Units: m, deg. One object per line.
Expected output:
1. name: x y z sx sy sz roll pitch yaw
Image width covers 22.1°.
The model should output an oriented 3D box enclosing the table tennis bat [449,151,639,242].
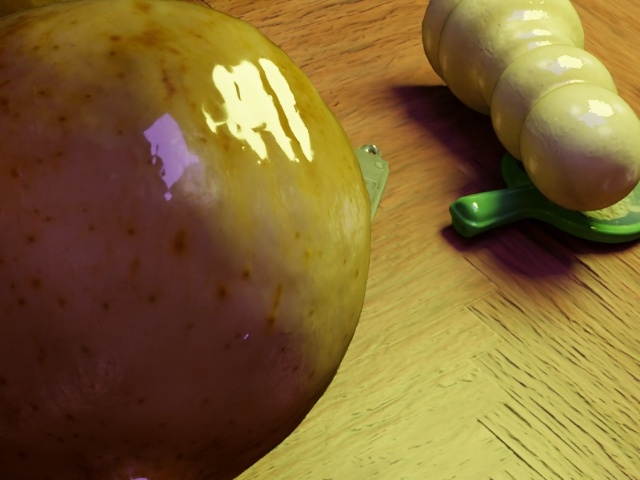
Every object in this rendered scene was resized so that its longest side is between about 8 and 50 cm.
1. table tennis bat: 0.227 -0.044 1.618 0.257 0.039 0.160 -14 46 -38

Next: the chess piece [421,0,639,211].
1. chess piece: 0.223 -0.147 1.612 0.167 0.167 0.299 1 35 -21

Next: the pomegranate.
1. pomegranate: -0.142 0.035 1.115 0.410 0.410 0.410 11 38 -9

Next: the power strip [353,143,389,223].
1. power strip: 0.001 0.000 1.456 0.078 0.052 0.272 19 39 1

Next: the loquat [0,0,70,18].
1. loquat: -0.265 -0.215 1.465 0.246 0.213 0.213 50 42 -2
